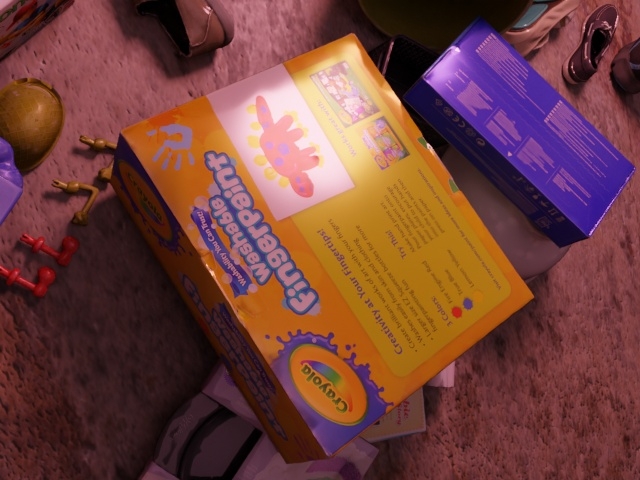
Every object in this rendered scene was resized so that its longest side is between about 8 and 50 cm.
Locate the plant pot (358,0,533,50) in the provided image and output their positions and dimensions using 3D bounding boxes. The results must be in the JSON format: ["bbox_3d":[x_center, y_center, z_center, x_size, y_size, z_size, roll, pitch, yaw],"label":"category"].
[{"bbox_3d":[0.206,-0.510,1.101,0.275,0.275,0.293,21,59,-23],"label":"plant pot"}]

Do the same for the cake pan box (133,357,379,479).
[{"bbox_3d":[-0.094,0.310,0.926,0.267,0.070,0.245,37,76,-8],"label":"cake pan box"}]

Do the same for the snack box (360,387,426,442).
[{"bbox_3d":[0.058,0.144,1.053,0.187,0.060,0.321,-3,86,-24],"label":"snack box"}]

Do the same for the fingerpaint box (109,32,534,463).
[{"bbox_3d":[0.000,0.000,0.914,0.371,0.163,0.444,-31,84,-28],"label":"fingerpaint box"}]

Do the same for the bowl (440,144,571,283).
[{"bbox_3d":[0.349,-0.065,1.179,0.298,0.134,0.297,2,84,-26],"label":"bowl"}]

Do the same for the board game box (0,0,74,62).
[{"bbox_3d":[-0.398,-0.242,0.789,0.053,0.193,0.305,45,68,-15],"label":"board game box"}]

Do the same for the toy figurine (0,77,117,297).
[{"bbox_3d":[-0.358,-0.032,0.776,0.191,0.217,0.362,35,72,-20],"label":"toy figurine"}]

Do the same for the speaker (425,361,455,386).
[{"bbox_3d":[0.195,0.172,1.123,0.055,0.055,0.136,7,83,-26],"label":"speaker"}]

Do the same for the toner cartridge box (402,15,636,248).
[{"bbox_3d":[0.311,-0.167,1.067,0.348,0.075,0.165,43,66,-3],"label":"toner cartridge box"}]

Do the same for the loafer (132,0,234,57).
[{"bbox_3d":[-0.224,-0.359,0.941,0.251,0.094,0.087,49,63,-15],"label":"loafer"}]

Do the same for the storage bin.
[{"bbox_3d":[0.158,-0.240,1.127,0.180,0.084,0.122,21,76,-23],"label":"storage bin"}]

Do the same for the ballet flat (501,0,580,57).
[{"bbox_3d":[0.425,-0.421,1.290,0.248,0.086,0.086,-41,103,-22],"label":"ballet flat"}]

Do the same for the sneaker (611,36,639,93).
[{"bbox_3d":[0.740,-0.432,1.405,0.125,0.140,0.341,44,67,-14],"label":"sneaker"}]

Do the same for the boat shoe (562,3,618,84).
[{"bbox_3d":[0.550,-0.392,1.347,0.075,0.065,0.206,41,69,-18],"label":"boat shoe"}]
